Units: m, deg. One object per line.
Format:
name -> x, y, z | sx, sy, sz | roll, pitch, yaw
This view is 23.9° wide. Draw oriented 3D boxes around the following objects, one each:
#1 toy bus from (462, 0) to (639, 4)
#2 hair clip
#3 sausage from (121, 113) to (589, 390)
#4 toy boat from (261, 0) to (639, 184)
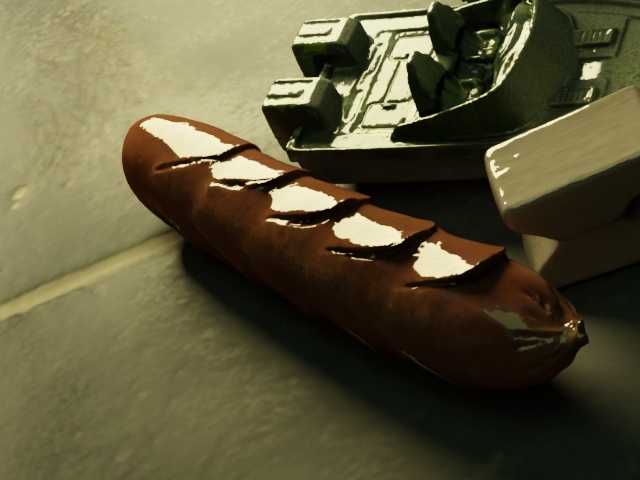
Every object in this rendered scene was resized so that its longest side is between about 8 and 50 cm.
toy bus -> 0.195, -0.231, 1.048 | 0.246, 0.134, 0.113 | 2, 50, 30
hair clip -> 0.262, -0.068, 0.864 | 0.331, 0.101, 0.085 | -22, 44, 10
sausage -> 0.001, 0.002, 0.950 | 0.088, 0.088, 0.433 | -44, 40, -18
toy boat -> 0.121, -0.106, 0.989 | 0.320, 0.092, 0.141 | 0, 48, 29
